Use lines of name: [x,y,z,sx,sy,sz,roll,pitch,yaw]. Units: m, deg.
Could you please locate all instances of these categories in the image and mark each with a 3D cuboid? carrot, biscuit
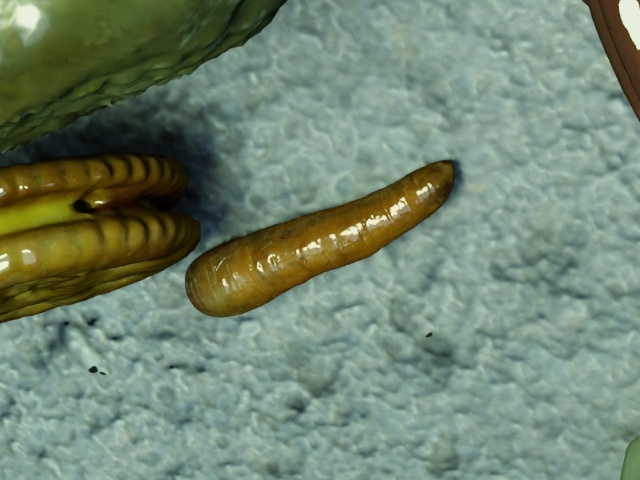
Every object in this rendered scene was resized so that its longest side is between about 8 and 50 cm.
carrot: [0.000,0.000,1.027,0.191,0.047,0.047,-23,114,25]
biscuit: [-0.177,0.005,0.988,0.220,0.220,0.066,-18,83,24]

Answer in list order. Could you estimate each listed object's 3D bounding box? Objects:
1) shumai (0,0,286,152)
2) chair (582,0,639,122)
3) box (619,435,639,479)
shumai: [-0.214,-0.187,0.823,0.397,0.324,0.323,-18,98,29]
chair: [0.267,-0.155,0.750,0.401,0.226,0.226,-21,115,27]
box: [0.318,0.170,0.981,0.290,0.166,0.220,-35,107,29]
